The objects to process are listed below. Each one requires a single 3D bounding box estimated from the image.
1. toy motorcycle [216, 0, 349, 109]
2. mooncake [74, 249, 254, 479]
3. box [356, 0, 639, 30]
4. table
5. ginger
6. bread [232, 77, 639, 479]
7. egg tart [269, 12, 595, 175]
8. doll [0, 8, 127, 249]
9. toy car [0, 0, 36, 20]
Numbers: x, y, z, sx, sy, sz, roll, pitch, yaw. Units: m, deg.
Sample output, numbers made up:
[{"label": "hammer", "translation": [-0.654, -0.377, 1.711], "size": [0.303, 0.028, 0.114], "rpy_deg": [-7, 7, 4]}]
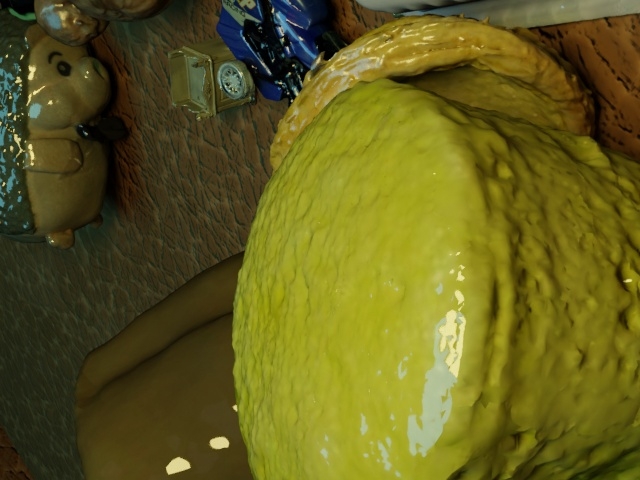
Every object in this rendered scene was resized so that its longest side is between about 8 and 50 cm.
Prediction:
[{"label": "toy motorcycle", "translation": [-0.034, -0.227, 1.211], "size": [0.315, 0.113, 0.169], "rpy_deg": [55, 139, 5]}, {"label": "mooncake", "translation": [-0.041, 0.249, 1.220], "size": [0.467, 0.262, 0.467], "rpy_deg": [59, -174, -9]}, {"label": "box", "translation": [0.111, -0.292, 0.960], "size": [0.337, 0.106, 0.264], "rpy_deg": [3, 112, 54]}, {"label": "table", "translation": [-0.129, -0.194, 1.388], "size": [0.062, 0.083, 0.079], "rpy_deg": [31, 132, 44]}, {"label": "ginger", "translation": [-0.237, -0.360, 1.317], "size": [0.244, 0.155, 0.304], "rpy_deg": [29, 109, 45]}, {"label": "bread", "translation": [0.113, 0.064, 0.871], "size": [0.348, 0.308, 0.348], "rpy_deg": [-173, 90, -68]}, {"label": "egg tart", "translation": [0.094, -0.104, 1.021], "size": [0.294, 0.294, 0.123], "rpy_deg": [116, 158, -50]}, {"label": "doll", "translation": [-0.405, -0.164, 1.695], "size": [0.247, 0.247, 0.349], "rpy_deg": [20, 119, 49]}, {"label": "toy car", "translation": [-0.387, -0.477, 1.505], "size": [0.213, 0.176, 0.358], "rpy_deg": [-12, 109, 39]}]
